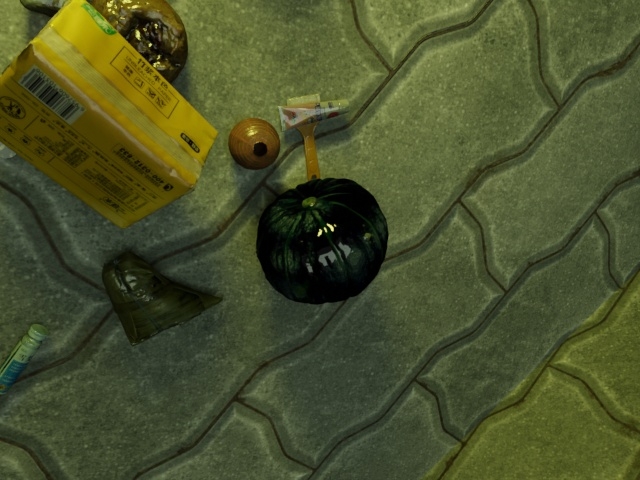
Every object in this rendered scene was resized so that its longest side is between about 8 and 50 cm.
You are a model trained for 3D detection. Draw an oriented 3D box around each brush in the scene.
[{"bbox_3d":[-0.031,-0.272,1.402,0.103,0.013,0.273,-16,115,-19],"label":"brush"}]

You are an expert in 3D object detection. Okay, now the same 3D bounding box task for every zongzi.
[{"bbox_3d":[-0.412,0.119,1.308,0.274,0.125,0.251,-21,123,-19],"label":"zongzi"}]

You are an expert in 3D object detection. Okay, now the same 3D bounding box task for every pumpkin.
[{"bbox_3d":[0.000,0.000,1.323,0.363,0.363,0.266,-33,132,-11],"label":"pumpkin"}]

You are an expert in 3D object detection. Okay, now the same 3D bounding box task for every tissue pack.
[{"bbox_3d":[-0.457,-0.243,1.034,0.293,0.229,0.382,-23,129,32],"label":"tissue pack"}]

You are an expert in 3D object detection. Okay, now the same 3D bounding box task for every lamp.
[{"bbox_3d":[-0.171,-0.249,1.279,0.136,0.136,0.137,-9,112,-22],"label":"lamp"}]

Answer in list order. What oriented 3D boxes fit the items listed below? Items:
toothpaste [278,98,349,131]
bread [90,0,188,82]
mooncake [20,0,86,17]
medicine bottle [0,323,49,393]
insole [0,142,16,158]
[{"bbox_3d":[-0.017,-0.352,1.350,0.194,0.043,0.067,-15,114,-14],"label":"toothpaste"},{"bbox_3d":[-0.405,-0.447,1.104,0.229,0.123,0.230,-8,109,-23],"label":"bread"},{"bbox_3d":[-0.554,-0.530,1.030,0.125,0.073,0.130,16,100,-25],"label":"mooncake"},{"bbox_3d":[-0.767,0.302,1.252,0.051,0.051,0.191,37,91,-31],"label":"medicine bottle"},{"bbox_3d":[-0.671,-0.299,1.097,0.081,0.011,0.248,23,98,-29],"label":"insole"}]
